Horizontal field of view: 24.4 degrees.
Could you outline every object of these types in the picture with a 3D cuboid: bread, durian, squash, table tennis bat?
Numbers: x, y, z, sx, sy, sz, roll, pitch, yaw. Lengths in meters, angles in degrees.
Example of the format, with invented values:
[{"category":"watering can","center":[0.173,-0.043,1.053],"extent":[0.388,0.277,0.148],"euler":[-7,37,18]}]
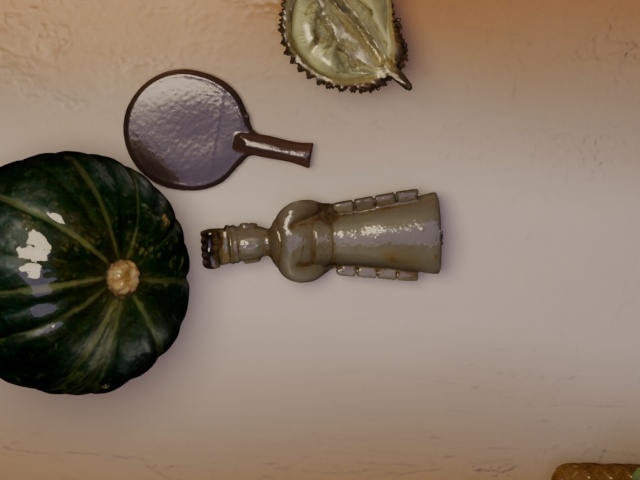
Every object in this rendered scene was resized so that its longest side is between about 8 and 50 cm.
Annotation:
[{"category":"bread","center":[0.294,0.237,1.392],"extent":[0.157,0.044,0.052],"euler":[3,78,-4]},{"category":"durian","center":[0.027,-0.175,1.275],"extent":[0.140,0.071,0.110],"euler":[45,91,2]},{"category":"squash","center":[-0.212,0.029,1.248],"extent":[0.172,0.218,0.218],"euler":[-15,107,43]},{"category":"table tennis bat","center":[-0.089,-0.082,1.264],"extent":[0.169,0.119,0.108],"euler":[11,102,-4]}]

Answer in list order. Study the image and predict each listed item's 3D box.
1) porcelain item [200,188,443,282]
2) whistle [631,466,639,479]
[{"category":"porcelain item","center":[0.000,0.000,1.319],"extent":[0.213,0.054,0.084],"euler":[-4,100,-4]},{"category":"whistle","center":[0.315,0.342,1.379],"extent":[0.141,0.141,0.294],"euler":[-15,96,0]}]
